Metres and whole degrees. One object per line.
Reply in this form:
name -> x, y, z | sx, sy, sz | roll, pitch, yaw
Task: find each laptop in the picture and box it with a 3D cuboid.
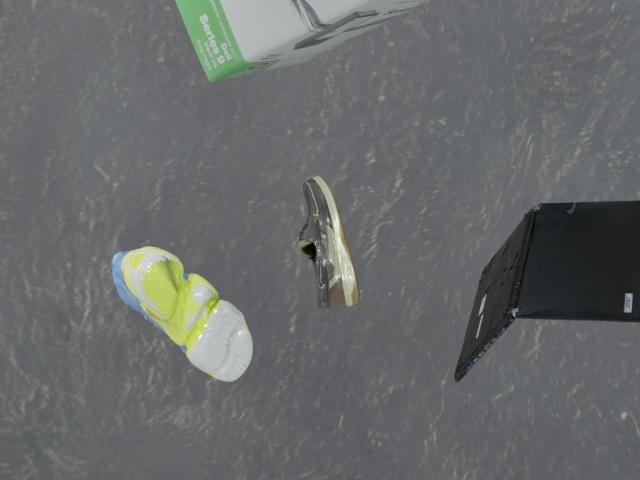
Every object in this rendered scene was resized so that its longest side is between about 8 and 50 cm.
laptop -> 0.321, 0.072, 1.078 | 0.137, 0.234, 0.264 | 27, 136, 0

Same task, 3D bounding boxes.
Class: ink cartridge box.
ink cartridge box -> 0.010, -0.300, 0.904 | 0.289, 0.211, 0.121 | -16, 98, 39

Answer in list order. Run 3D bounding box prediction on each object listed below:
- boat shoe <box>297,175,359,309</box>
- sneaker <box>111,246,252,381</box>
boat shoe -> 0.000, 0.000, 0.793 | 0.049, 0.056, 0.152 | -13, 58, -8
sneaker -> -0.184, 0.088, 1.018 | 0.126, 0.240, 0.091 | 16, 57, 46
